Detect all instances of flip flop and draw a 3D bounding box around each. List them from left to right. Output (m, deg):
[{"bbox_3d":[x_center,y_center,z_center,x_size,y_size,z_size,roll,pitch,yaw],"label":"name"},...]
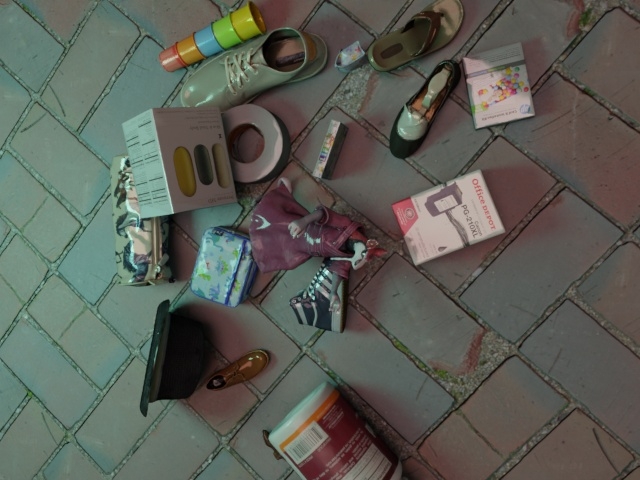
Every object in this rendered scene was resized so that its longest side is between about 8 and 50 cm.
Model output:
[{"bbox_3d":[0.246,-0.524,1.285,0.277,0.080,0.112,-29,91,-3],"label":"flip flop"}]

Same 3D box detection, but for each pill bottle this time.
[{"bbox_3d":[0.071,0.591,1.341,0.224,0.224,0.392,-45,82,13],"label":"pill bottle"}]

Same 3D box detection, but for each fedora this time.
[{"bbox_3d":[-0.419,0.342,1.470,0.153,0.334,0.333,10,97,-16],"label":"fedora"}]

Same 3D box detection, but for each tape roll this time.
[{"bbox_3d":[-0.199,-0.271,1.444,0.220,0.072,0.218,1,93,14],"label":"tape roll"}]

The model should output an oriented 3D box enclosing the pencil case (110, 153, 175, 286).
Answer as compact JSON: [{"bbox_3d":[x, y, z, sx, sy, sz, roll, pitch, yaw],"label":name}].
[{"bbox_3d":[-0.518,-0.068,1.493,0.184,0.160,0.409,0,93,30],"label":"pencil case"}]

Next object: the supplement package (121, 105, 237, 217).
[{"bbox_3d":[-0.379,-0.209,1.373,0.198,0.199,0.262,-3,100,48],"label":"supplement package"}]

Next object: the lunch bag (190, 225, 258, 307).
[{"bbox_3d":[-0.270,0.074,1.475,0.176,0.090,0.218,21,99,10],"label":"lunch bag"}]

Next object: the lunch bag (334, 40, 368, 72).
[{"bbox_3d":[0.078,-0.486,1.357,0.083,0.071,0.053,-30,87,15],"label":"lunch bag"}]

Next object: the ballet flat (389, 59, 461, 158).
[{"bbox_3d":[0.259,-0.342,1.304,0.095,0.096,0.280,32,101,10],"label":"ballet flat"}]

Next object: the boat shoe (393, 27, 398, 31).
[{"bbox_3d":[0.192,-0.511,1.346,0.035,0.035,0.100,1,100,12],"label":"boat shoe"}]

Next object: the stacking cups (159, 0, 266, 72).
[{"bbox_3d":[-0.312,-0.564,1.455,0.317,0.096,0.095,-21,88,19],"label":"stacking cups"}]

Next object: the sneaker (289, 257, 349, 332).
[{"bbox_3d":[-0.001,0.110,1.399,0.153,0.099,0.281,5,97,13],"label":"sneaker"}]

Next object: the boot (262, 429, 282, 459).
[{"bbox_3d":[-0.101,0.577,1.482,0.114,0.037,0.106,-30,98,18],"label":"boot"}]

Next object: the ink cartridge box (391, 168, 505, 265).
[{"bbox_3d":[0.326,-0.059,1.300,0.238,0.100,0.171,-22,88,15],"label":"ink cartridge box"}]

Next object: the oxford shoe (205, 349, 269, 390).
[{"bbox_3d":[-0.244,0.390,1.492,0.212,0.076,0.076,-32,83,13],"label":"oxford shoe"}]

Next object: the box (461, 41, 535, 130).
[{"bbox_3d":[0.446,-0.386,1.282,0.145,0.038,0.186,-10,92,16],"label":"box"}]

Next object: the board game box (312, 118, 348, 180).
[{"bbox_3d":[0.028,-0.240,1.368,0.026,0.103,0.154,21,98,13],"label":"board game box"}]

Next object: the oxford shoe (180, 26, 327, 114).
[{"bbox_3d":[-0.203,-0.470,1.406,0.450,0.130,0.168,-14,91,17],"label":"oxford shoe"}]

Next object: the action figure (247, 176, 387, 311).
[{"bbox_3d":[0.000,0.000,1.305,0.371,0.275,0.247,7,125,24],"label":"action figure"}]
